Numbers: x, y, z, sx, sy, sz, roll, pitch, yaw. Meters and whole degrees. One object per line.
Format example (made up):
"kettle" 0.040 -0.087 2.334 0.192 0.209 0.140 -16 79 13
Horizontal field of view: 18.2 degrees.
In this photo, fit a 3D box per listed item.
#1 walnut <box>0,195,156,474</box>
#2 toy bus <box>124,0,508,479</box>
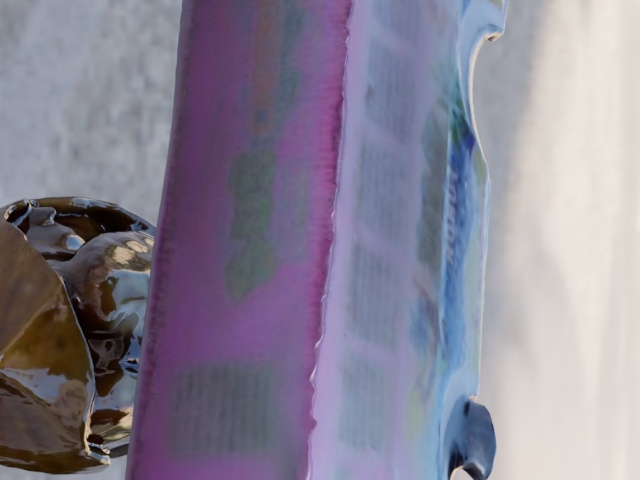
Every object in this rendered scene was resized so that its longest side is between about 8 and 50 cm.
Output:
"walnut" -0.099 0.035 0.759 0.207 0.116 0.115 -6 99 -84
"toy bus" 0.001 0.000 0.629 0.112 0.090 0.274 40 49 -54
